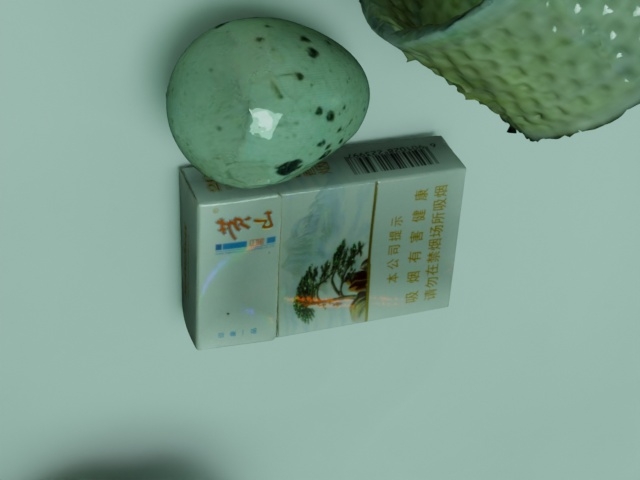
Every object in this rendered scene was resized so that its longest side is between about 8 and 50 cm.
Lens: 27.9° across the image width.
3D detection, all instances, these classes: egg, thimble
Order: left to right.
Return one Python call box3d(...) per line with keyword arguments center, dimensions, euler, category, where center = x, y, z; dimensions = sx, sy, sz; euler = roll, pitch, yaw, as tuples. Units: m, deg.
box3d(center=(-0.035, -0.103, 0.971), dimensions=(0.164, 0.131, 0.131), euler=(-6, 123, -25), category="egg")
box3d(center=(0.164, -0.219, 0.894), dimensions=(0.150, 0.271, 0.271), euler=(28, 108, -30), category="thimble")

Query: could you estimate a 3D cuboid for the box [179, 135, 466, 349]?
box3d(center=(-0.001, 0.000, 1.092), dimensions=(0.233, 0.067, 0.149), euler=(-9, 124, -16), category="box")
